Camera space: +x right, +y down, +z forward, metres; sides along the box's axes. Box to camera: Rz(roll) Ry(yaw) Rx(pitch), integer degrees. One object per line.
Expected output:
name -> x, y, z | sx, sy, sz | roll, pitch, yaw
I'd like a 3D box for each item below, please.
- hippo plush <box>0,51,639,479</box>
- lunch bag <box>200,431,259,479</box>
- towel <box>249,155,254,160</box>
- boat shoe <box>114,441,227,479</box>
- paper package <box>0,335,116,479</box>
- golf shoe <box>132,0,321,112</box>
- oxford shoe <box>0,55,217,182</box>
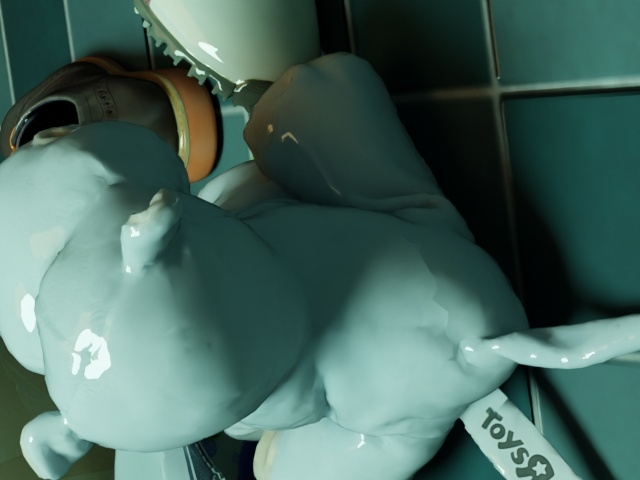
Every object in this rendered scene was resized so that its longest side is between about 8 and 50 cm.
hippo plush -> -0.043, 0.055, 0.847 | 0.294, 0.236, 0.234 | 46, 128, 39
lunch bag -> -0.087, 0.082, 1.121 | 0.151, 0.096, 0.129 | 32, 125, 34
towel -> 0.000, 0.000, 1.009 | 0.113, 0.023, 0.152 | -53, 55, 51
boat shoe -> -0.050, 0.161, 0.954 | 0.065, 0.083, 0.183 | -55, 46, 43
paper package -> -0.200, 0.227, 1.089 | 0.325, 0.168, 0.309 | 52, 135, 32
golf shoe -> -0.056, -0.203, 0.965 | 0.120, 0.105, 0.273 | -36, 69, 50
oxford shoe -> -0.172, -0.074, 1.199 | 0.271, 0.098, 0.097 | -3, 97, 59
